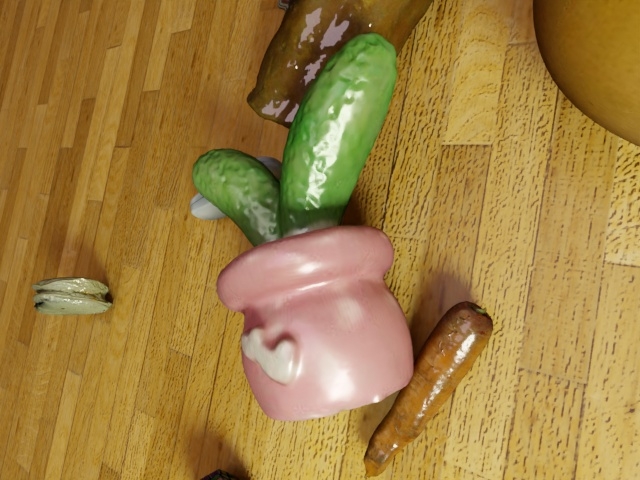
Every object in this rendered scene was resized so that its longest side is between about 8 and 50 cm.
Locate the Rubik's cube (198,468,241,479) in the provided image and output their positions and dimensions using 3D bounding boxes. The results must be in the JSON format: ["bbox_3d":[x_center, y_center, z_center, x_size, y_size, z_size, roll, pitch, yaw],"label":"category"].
[{"bbox_3d":[-0.141,0.381,0.579,0.093,0.111,0.111,2,82,7],"label":"Rubik's cube"}]

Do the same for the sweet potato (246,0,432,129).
[{"bbox_3d":[0.051,-0.301,0.545,0.158,0.157,0.370,45,106,30],"label":"sweet potato"}]

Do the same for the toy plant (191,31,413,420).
[{"bbox_3d":[-0.001,0.005,0.482,0.316,0.210,0.357,-23,70,37],"label":"toy plant"}]

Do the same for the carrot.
[{"bbox_3d":[0.116,0.175,0.477,0.059,0.059,0.248,37,105,31],"label":"carrot"}]

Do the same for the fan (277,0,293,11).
[{"bbox_3d":[0.012,-0.464,0.681,0.132,0.009,0.220,42,104,30],"label":"fan"}]

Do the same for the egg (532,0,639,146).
[{"bbox_3d":[0.320,-0.178,0.296,0.322,0.250,0.250,40,103,19],"label":"egg"}]

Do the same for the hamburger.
[{"bbox_3d":[-0.493,0.114,0.825,0.139,0.133,0.063,-13,66,21],"label":"hamburger"}]

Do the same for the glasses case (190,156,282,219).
[{"bbox_3d":[-0.135,-0.081,0.670,0.178,0.067,0.045,-26,69,26],"label":"glasses case"}]
